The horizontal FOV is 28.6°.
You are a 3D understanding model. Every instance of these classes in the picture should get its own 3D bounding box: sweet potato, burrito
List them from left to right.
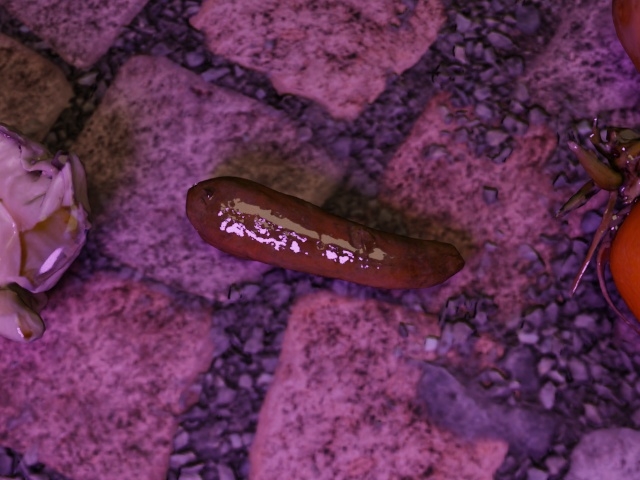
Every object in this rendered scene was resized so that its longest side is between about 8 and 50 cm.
[{"bbox_3d":[-0.366,-0.030,1.165,0.331,0.135,0.190,20,76,6],"label":"burrito"},{"bbox_3d":[0.000,0.000,1.182,0.273,0.075,0.075,15,67,5],"label":"sweet potato"}]

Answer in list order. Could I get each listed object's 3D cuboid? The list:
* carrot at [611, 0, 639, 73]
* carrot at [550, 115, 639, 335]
[{"bbox_3d":[0.440,-0.176,1.175,0.224,0.224,0.341,-39,79,-15],"label":"carrot"},{"bbox_3d":[0.359,0.023,1.099,0.193,0.214,0.331,-27,72,-30],"label":"carrot"}]
